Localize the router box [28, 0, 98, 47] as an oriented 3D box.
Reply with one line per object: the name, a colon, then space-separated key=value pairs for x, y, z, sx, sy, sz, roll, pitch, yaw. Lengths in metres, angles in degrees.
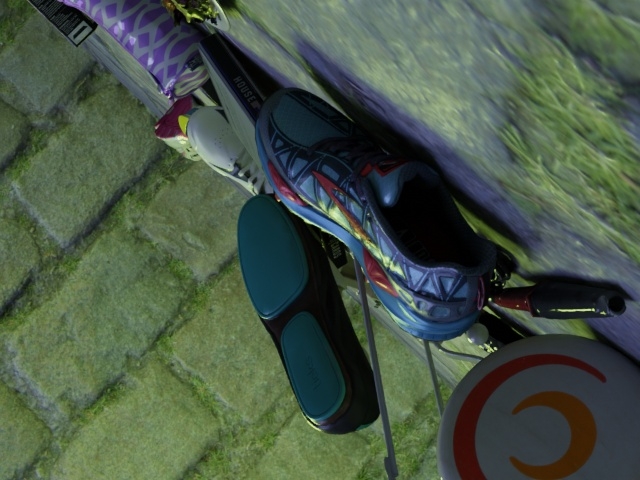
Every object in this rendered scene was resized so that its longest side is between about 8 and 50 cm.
router box: x=-0.377 y=-0.367 z=1.511 sx=0.133 sy=0.046 sz=0.179 roll=45 pitch=-163 yaw=-21

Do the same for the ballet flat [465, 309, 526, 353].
ballet flat: x=0.212 y=0.109 z=1.151 sx=0.058 sy=0.049 sz=0.173 roll=-3 pitch=-157 yaw=-27

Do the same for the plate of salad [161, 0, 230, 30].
plate of salad: x=-0.159 y=-0.252 z=0.915 sx=0.200 sy=0.048 sz=0.200 roll=43 pitch=176 yaw=4

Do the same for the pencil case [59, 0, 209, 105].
pencil case: x=-0.210 y=-0.248 z=1.196 sx=0.206 sy=0.088 sz=0.086 roll=44 pitch=174 yaw=12

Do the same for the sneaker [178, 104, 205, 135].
sneaker: x=-0.162 y=-0.186 z=1.690 sx=0.144 sy=0.059 sz=0.053 roll=25 pitch=138 yaw=22

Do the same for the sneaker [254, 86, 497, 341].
sneaker: x=0.052 y=-0.046 z=0.848 sx=0.262 sy=0.104 sz=0.125 roll=46 pitch=152 yaw=12

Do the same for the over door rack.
over door rack: x=0.108 y=0.135 z=0.980 sx=0.239 sy=0.108 sz=0.324 roll=49 pitch=-143 yaw=-53

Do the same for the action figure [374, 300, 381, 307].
action figure: x=0.091 y=0.076 z=1.852 sx=0.137 sy=0.063 sz=0.232 roll=38 pitch=178 yaw=23

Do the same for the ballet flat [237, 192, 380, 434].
ballet flat: x=-0.011 y=0.077 z=1.055 sx=0.096 sy=0.095 sz=0.280 roll=23 pitch=-141 yaw=-47

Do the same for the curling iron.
curling iron: x=0.167 y=0.039 z=0.811 sx=0.068 sy=0.035 sz=0.274 roll=44 pitch=176 yaw=-11

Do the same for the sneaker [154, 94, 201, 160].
sneaker: x=-0.243 y=-0.209 z=1.961 sx=0.111 sy=0.103 sz=0.252 roll=40 pitch=-177 yaw=-14

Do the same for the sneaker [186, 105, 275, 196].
sneaker: x=-0.070 y=-0.093 z=1.392 sx=0.235 sy=0.094 sz=0.153 roll=45 pitch=175 yaw=-23

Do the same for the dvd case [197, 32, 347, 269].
dvd case: x=-0.050 y=-0.093 z=1.131 sx=0.238 sy=0.030 sz=0.179 roll=56 pitch=173 yaw=23

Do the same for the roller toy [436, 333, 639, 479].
roller toy: x=0.209 y=0.189 z=0.870 sx=0.209 sy=0.191 sz=0.146 roll=-5 pitch=147 yaw=28

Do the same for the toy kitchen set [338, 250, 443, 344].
toy kitchen set: x=0.077 y=0.031 z=1.340 sx=0.207 sy=0.122 sz=0.166 roll=20 pitch=-167 yaw=-42

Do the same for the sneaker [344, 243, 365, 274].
sneaker: x=0.084 y=0.017 z=1.173 sx=0.093 sy=0.088 sz=0.225 roll=45 pitch=170 yaw=52

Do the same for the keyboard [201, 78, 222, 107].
keyboard: x=-0.123 y=-0.183 z=1.507 sx=0.180 sy=0.023 sz=0.108 roll=45 pitch=-178 yaw=-35
